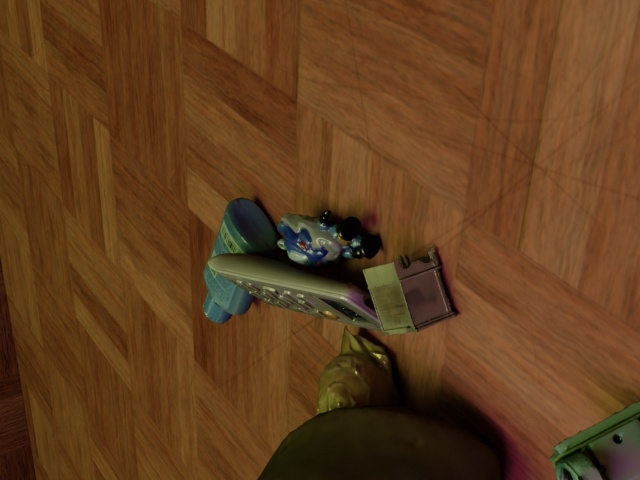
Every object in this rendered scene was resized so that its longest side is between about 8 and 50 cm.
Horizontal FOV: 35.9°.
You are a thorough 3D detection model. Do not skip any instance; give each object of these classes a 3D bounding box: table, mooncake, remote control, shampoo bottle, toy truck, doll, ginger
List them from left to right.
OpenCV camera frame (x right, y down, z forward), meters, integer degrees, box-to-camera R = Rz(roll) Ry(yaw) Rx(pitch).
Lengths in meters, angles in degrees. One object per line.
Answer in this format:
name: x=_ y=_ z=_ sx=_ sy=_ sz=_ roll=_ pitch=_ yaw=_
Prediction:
shampoo bottle: x=-0.134 y=0.046 z=1.531 sx=0.104 sy=0.061 sz=0.258 roll=54 pitch=146 yaw=19
remote control: x=-0.026 y=0.060 z=1.313 sx=0.313 sy=0.109 sz=0.055 roll=9 pitch=69 yaw=50
doll: x=0.000 y=0.000 z=1.278 sx=0.096 sy=0.070 sz=0.195 roll=48 pitch=154 yaw=-21
ginger: x=0.040 y=0.230 z=1.291 sx=0.115 sy=0.122 sz=0.193 roll=20 pitch=132 yaw=30
mooncake: x=0.076 y=0.396 z=1.156 sx=0.393 sy=0.246 sz=0.394 roll=48 pitch=132 yaw=-1
table: x=0.102 y=0.059 z=1.133 sx=0.079 sy=0.062 sz=0.083 roll=-19 pitch=89 yaw=61
toy truck: x=0.298 y=0.283 z=0.868 sx=0.259 sy=0.128 sz=0.135 roll=62 pitch=163 yaw=16
